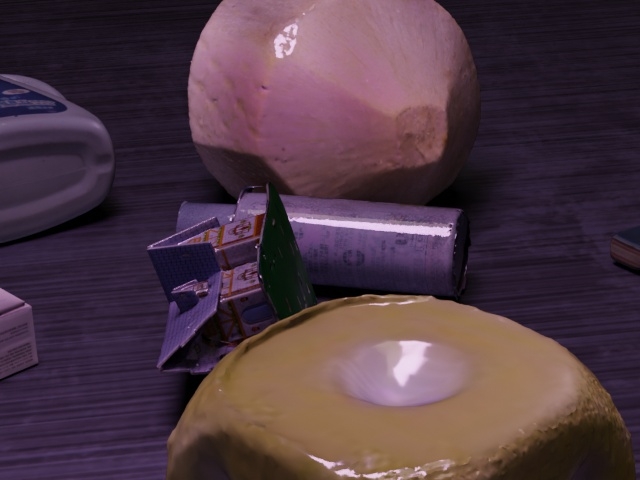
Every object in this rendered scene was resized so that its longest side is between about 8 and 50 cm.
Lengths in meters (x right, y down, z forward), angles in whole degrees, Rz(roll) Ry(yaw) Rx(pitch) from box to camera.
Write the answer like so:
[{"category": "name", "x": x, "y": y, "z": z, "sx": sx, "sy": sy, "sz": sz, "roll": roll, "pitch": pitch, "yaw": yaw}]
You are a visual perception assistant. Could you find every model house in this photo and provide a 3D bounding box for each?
[{"category": "model house", "x": -0.058, "y": 0.046, "z": 1.097, "sx": 0.088, "sy": 0.117, "sz": 0.167, "roll": -16, "pitch": 25, "yaw": 8}]

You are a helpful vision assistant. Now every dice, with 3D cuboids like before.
[{"category": "dice", "x": 0.037, "y": 0.136, "z": 0.803, "sx": 0.166, "sy": 0.169, "sz": 0.169, "roll": -22, "pitch": 32, "yaw": -38}]

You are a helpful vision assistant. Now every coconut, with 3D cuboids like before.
[{"category": "coconut", "x": 0.016, "y": -0.115, "z": 1.311, "sx": 0.237, "sy": 0.197, "sz": 0.237, "roll": -1, "pitch": 18, "yaw": 0}]

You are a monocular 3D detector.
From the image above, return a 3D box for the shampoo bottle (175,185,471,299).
[{"category": "shampoo bottle", "x": 0.000, "y": 0.000, "z": 1.216, "sx": 0.214, "sy": 0.072, "sz": 0.072, "roll": 5, "pitch": 26, "yaw": 15}]

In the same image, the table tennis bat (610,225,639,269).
[{"category": "table tennis bat", "x": 0.343, "y": -0.030, "z": 1.309, "sx": 0.301, "sy": 0.022, "sz": 0.173, "roll": -20, "pitch": 31, "yaw": -35}]

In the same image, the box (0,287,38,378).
[{"category": "box", "x": -0.282, "y": 0.063, "z": 1.122, "sx": 0.130, "sy": 0.051, "sz": 0.129, "roll": -22, "pitch": 31, "yaw": -38}]

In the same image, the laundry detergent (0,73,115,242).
[{"category": "laundry detergent", "x": -0.309, "y": -0.091, "z": 1.392, "sx": 0.215, "sy": 0.105, "sz": 0.280, "roll": -15, "pitch": 27, "yaw": -25}]
